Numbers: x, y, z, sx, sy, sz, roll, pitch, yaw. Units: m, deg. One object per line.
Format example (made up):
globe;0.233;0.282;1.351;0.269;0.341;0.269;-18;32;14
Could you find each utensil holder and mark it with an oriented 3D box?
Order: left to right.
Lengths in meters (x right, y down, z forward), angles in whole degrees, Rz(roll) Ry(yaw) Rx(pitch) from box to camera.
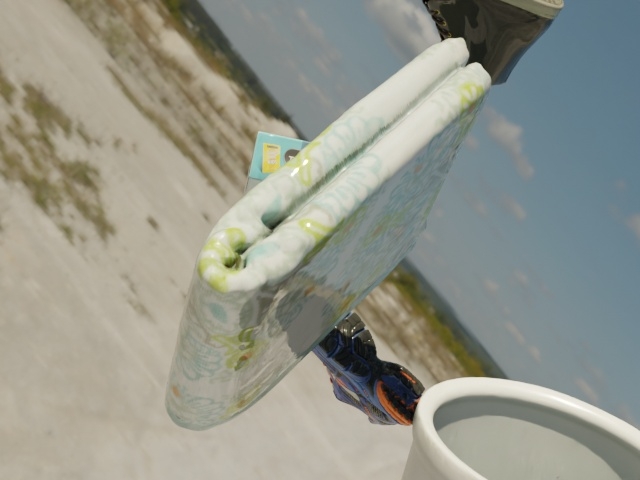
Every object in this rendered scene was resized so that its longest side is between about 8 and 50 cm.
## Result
utensil holder;0.221;0.406;1.234;0.327;0.386;0.327;13;18;-4

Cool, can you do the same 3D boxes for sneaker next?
sneaker;0.036;0.165;1.345;0.221;0.087;0.083;48;44;-12
sneaker;0.129;-0.233;1.083;0.222;0.118;0.083;17;36;-18

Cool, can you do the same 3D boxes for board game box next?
board game box;0.004;-0.100;1.795;0.253;0.079;0.336;11;-4;-5

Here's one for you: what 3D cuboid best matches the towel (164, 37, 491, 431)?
towel;0.000;0.000;1.024;0.090;0.374;0.321;39;-31;14
